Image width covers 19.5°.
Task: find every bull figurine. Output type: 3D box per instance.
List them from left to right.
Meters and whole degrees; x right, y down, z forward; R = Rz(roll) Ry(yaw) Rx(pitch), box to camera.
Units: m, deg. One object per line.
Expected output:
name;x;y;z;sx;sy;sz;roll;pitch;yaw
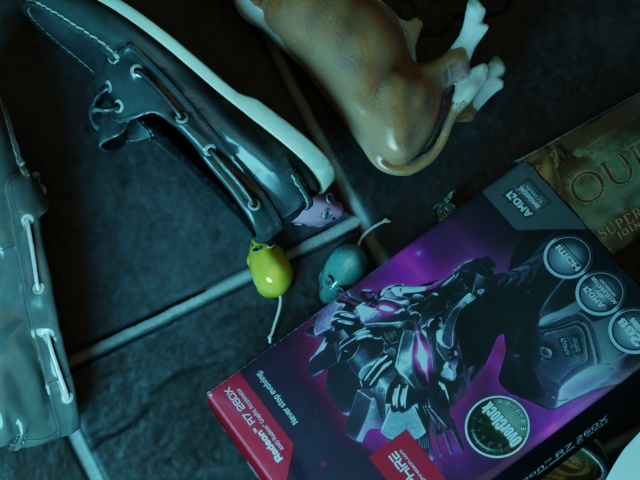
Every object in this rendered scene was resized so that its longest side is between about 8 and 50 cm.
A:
bull figurine;0.033;-0.209;1.743;0.188;0.101;0.310;-35;85;-10

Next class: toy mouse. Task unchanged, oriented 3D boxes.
toy mouse;0.000;0.000;1.745;0.143;0.031;0.161;-15;83;-6

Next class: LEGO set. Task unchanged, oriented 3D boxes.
LEGO set;0.123;-0.006;1.763;0.054;0.023;0.083;21;94;1

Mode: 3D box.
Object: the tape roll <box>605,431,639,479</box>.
tape roll;0.385;0.280;1.657;0.286;0.100;0.286;-3;67;6

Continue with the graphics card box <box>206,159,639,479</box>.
graphics card box;0.112;0.126;1.653;0.371;0.094;0.233;-35;62;-6

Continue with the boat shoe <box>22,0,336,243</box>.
boat shoe;-0.153;-0.117;1.703;0.340;0.127;0.113;37;77;-1

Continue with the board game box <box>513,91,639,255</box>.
board game box;0.294;-0.065;1.778;0.186;0.026;0.126;-29;85;-8

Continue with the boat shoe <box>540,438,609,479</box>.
boat shoe;0.161;0.178;1.708;0.223;0.073;0.080;17;83;-1

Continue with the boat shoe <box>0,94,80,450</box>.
boat shoe;-0.278;0.022;1.693;0.095;0.112;0.335;-3;87;-22
